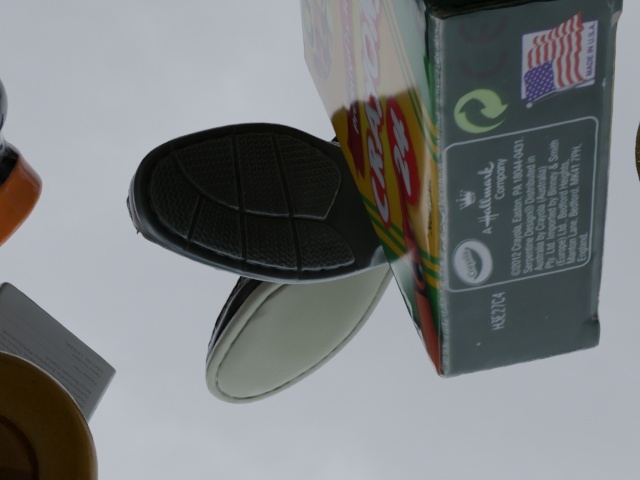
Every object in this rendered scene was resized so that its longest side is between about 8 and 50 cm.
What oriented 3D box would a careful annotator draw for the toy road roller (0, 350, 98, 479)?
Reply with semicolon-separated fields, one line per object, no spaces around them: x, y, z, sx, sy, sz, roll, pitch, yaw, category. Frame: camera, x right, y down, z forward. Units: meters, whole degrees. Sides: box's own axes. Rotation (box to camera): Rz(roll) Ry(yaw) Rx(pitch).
-0.173;0.208;1.090;0.329;0.202;0.240;9;-110;-10;toy road roller

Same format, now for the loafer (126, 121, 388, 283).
0.004;-0.017;0.999;0.267;0.096;0.084;-1;169;-25;loafer

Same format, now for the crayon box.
0.046;-0.116;0.789;0.081;0.202;0.318;-12;-139;-7;crayon box

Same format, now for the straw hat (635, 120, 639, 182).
0.319;-0.083;1.305;0.061;0.144;0.144;6;-150;-28;straw hat

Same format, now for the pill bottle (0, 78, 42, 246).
-0.263;-0.090;0.901;0.130;0.245;0.130;-30;-152;18;pill bottle

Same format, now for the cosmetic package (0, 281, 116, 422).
-0.329;0.168;1.592;0.151;0.151;0.183;-23;-148;46;cosmetic package

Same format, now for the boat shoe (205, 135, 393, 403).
-0.003;-0.002;1.500;0.127;0.340;0.113;20;-156;-38;boat shoe
